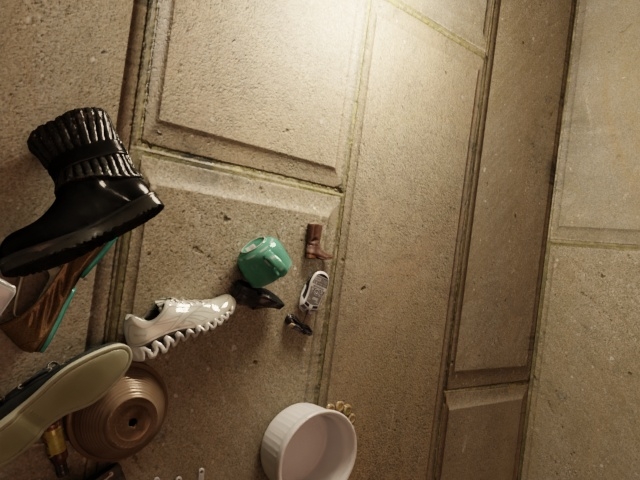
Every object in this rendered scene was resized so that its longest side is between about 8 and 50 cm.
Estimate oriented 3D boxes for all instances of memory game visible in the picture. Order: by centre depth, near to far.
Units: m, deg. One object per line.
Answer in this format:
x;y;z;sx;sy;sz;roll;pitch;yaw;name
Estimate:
0.046;0.608;1.721;0.186;0.012;0.186;-5;97;-39;memory game

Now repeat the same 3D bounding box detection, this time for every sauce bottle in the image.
-0.573;0.453;1.164;0.042;0.042;0.128;-15;102;-38;sauce bottle

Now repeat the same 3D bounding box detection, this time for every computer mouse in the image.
-0.033;0.181;1.598;0.106;0.042;0.193;29;81;-33;computer mouse

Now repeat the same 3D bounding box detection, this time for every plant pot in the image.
-0.447;0.398;1.223;0.237;0.110;0.237;-4;97;-41;plant pot

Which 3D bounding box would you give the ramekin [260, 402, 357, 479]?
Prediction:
-0.040;0.612;1.560;0.277;0.135;0.277;-4;97;-37;ramekin

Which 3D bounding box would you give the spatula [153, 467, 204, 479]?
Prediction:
-0.368;0.713;1.381;0.168;0.019;0.242;3;91;-35;spatula

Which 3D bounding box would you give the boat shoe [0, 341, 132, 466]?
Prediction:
-0.563;0.314;1.117;0.340;0.113;0.127;-42;137;-22;boat shoe

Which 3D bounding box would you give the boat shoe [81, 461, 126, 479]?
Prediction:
-0.578;0.565;1.139;0.335;0.112;0.095;0;77;-46;boat shoe

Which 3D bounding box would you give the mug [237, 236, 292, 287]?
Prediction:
-0.144;0.046;1.415;0.097;0.158;0.129;60;34;-20;mug

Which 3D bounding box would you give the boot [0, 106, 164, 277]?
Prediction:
-0.509;-0.101;1.047;0.348;0.131;0.260;-36;93;-45;boot

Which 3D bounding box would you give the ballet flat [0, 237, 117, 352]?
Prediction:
-0.546;0.065;1.125;0.124;0.116;0.342;33;76;-17;ballet flat

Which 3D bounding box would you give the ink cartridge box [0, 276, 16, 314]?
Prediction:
-0.655;0.129;0.893;0.129;0.307;0.223;38;70;-34;ink cartridge box

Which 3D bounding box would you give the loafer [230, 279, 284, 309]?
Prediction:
-0.174;0.162;1.472;0.170;0.062;0.061;27;99;-35;loafer

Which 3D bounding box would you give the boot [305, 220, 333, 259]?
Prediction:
0.000;0.000;1.614;0.106;0.037;0.114;6;85;-43;boot

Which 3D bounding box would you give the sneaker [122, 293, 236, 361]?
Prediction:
-0.337;0.184;1.305;0.292;0.110;0.118;-24;100;-37;sneaker
